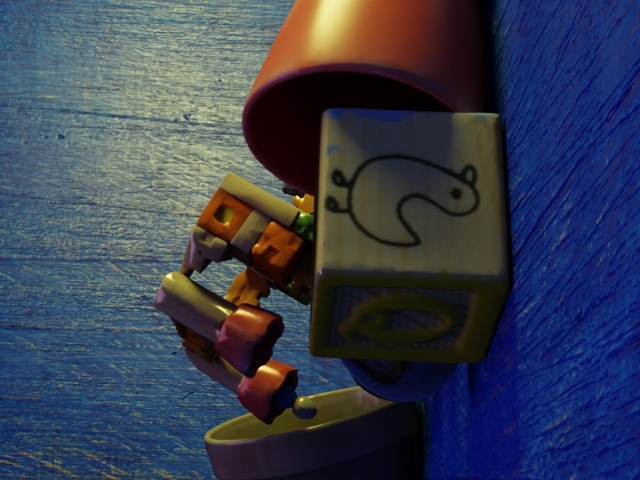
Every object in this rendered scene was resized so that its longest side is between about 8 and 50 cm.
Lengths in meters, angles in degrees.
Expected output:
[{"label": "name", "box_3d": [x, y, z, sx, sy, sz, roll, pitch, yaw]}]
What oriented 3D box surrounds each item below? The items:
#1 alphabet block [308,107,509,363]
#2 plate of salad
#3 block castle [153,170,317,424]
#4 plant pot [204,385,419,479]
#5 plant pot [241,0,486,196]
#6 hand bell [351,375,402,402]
[{"label": "alphabet block", "box_3d": [0.086, -0.002, 1.414, 0.193, 0.192, 0.197, 92, 179, -60]}, {"label": "plate of salad", "box_3d": [0.091, 0.079, 1.534, 0.048, 0.199, 0.200, -25, 57, 53]}, {"label": "block castle", "box_3d": [0.000, 0.000, 1.819, 0.453, 0.212, 0.303, -56, -16, -17]}, {"label": "plant pot", "box_3d": [0.015, 0.386, 2.049, 0.323, 0.323, 0.280, -165, 61, -88]}, {"label": "plant pot", "box_3d": [0.066, -0.204, 1.546, 0.275, 0.274, 0.243, 96, -174, -60]}, {"label": "hand bell", "box_3d": [0.124, 0.097, 1.918, 0.242, 0.126, 0.126, -69, -13, -49]}]
